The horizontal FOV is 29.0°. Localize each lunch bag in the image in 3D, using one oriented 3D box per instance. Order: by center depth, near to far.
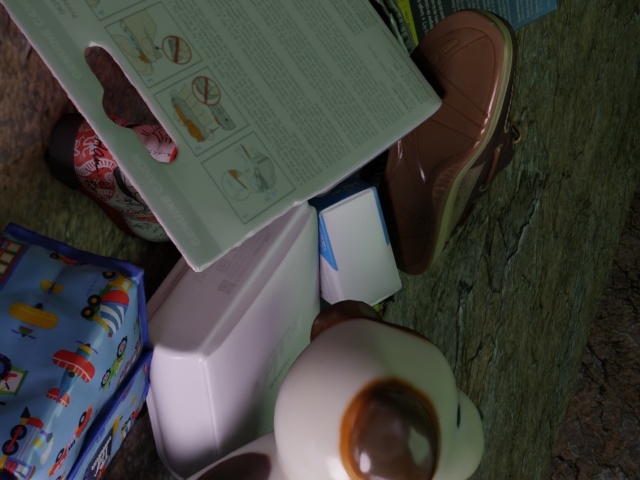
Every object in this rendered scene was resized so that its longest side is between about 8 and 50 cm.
[{"bbox_3d":[-0.246,0.166,1.119,0.293,0.138,0.221,87,25,-57],"label":"lunch bag"}]

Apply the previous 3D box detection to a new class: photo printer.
[{"bbox_3d":[-0.093,0.120,1.371,0.256,0.107,0.308,-55,158,-35],"label":"photo printer"}]

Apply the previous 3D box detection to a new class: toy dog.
[{"bbox_3d":[-0.009,0.256,1.244,0.408,0.395,0.284,-54,-162,19],"label":"toy dog"}]

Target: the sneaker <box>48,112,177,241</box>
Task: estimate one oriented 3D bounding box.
[{"bbox_3d":[-0.137,-0.048,1.219,0.270,0.145,0.090,37,65,-64],"label":"sneaker"}]

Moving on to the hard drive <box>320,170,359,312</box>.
[{"bbox_3d":[0.000,0.000,1.654,0.172,0.054,0.255,-42,136,-55],"label":"hard drive"}]

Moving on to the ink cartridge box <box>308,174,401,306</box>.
[{"bbox_3d":[0.000,-0.015,1.449,0.082,0.190,0.140,-26,119,-18],"label":"ink cartridge box"}]

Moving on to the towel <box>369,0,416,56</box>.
[{"bbox_3d":[0.082,-0.266,1.488,0.312,0.056,0.324,61,11,-45],"label":"towel"}]

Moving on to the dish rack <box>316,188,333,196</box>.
[{"bbox_3d":[-0.012,-0.160,1.399,0.074,0.208,0.271,-55,172,33],"label":"dish rack"}]

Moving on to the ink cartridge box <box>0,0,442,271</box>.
[{"bbox_3d":[-0.094,-0.164,1.163,0.385,0.091,0.308,-37,91,-42],"label":"ink cartridge box"}]

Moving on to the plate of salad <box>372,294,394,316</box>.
[{"bbox_3d":[0.055,0.143,1.773,0.200,0.048,0.200,-55,168,-18],"label":"plate of salad"}]

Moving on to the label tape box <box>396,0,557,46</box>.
[{"bbox_3d":[0.162,-0.370,1.759,0.333,0.106,0.241,-28,137,-8],"label":"label tape box"}]

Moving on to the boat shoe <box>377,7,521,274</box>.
[{"bbox_3d":[0.153,-0.114,1.361,0.123,0.123,0.342,-29,145,-38],"label":"boat shoe"}]

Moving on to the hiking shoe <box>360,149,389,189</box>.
[{"bbox_3d":[0.097,-0.097,1.826,0.227,0.086,0.114,0,85,-71],"label":"hiking shoe"}]
